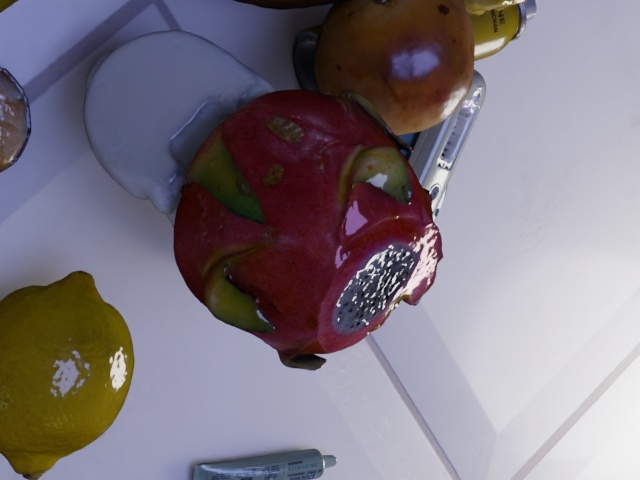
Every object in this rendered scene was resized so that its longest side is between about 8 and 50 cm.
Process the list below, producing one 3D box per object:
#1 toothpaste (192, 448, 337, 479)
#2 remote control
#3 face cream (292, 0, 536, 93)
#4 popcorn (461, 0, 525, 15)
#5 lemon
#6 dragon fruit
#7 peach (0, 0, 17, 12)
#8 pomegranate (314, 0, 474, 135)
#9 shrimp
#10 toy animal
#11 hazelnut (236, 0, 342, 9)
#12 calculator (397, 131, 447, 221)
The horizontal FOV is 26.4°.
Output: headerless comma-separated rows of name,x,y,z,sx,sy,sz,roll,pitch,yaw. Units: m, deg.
toothpaste,-0.074,0.310,1.827,0.218,0.041,0.064,-5,113,-30
remote control,0.155,-0.118,1.766,0.078,0.042,0.221,13,101,-58
face cream,0.135,-0.262,1.746,0.348,0.105,0.105,-21,116,-29
popcorn,0.196,-0.421,1.661,0.265,0.225,0.332,35,56,1
lemon,-0.302,0.147,1.520,0.187,0.187,0.244,8,105,-37
dragon fruit,0.000,0.000,1.412,0.290,0.189,0.291,-25,134,-30
peach,-0.351,-0.374,1.284,0.380,0.242,0.306,-42,104,-2
pomegranate,0.084,-0.211,1.556,0.191,0.191,0.191,-12,111,-32
shrimp,-0.423,-0.115,1.438,0.251,0.052,0.144,-26,108,-35
toy animal,-0.122,-0.085,1.572,0.196,0.241,0.367,-48,140,-4
hazelnut,-0.011,-0.420,1.391,0.421,0.421,0.353,-13,99,-32
calculator,0.081,-0.082,1.764,0.299,0.041,0.185,32,84,-55
